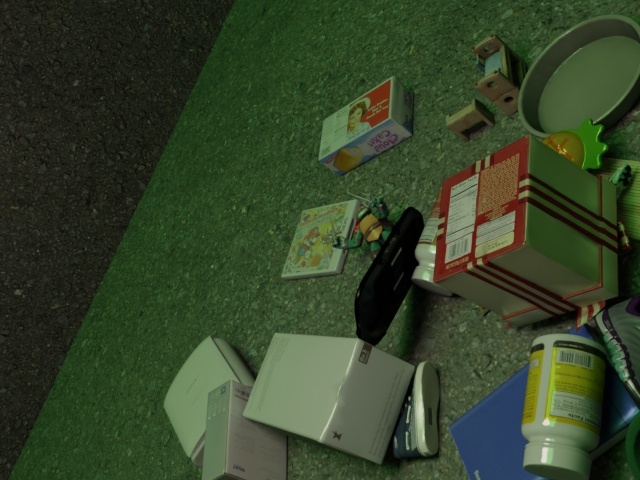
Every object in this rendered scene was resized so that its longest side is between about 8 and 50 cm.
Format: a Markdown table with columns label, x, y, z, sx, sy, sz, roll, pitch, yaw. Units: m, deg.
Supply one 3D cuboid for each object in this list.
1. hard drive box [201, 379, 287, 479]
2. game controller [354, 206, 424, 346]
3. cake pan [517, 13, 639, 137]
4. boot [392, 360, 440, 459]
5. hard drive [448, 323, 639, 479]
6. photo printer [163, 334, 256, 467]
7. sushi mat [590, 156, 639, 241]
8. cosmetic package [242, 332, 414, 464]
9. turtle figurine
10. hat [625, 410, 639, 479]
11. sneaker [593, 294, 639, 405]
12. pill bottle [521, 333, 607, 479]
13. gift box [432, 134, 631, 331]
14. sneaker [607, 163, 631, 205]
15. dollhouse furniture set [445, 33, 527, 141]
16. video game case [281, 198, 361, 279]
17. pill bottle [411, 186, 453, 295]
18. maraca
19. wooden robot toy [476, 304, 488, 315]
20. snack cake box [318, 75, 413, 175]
| label | x | y | z | sx | sy | sz | roll | pitch | yaw |
| --- | --- | --- | --- | --- | --- | --- | --- | --- | --- |
| hard drive box | -0.168 | 0.461 | 1.888 | 0.089 | 0.181 | 0.232 | -35 | 39 | 33 |
| game controller | 0.148 | 0.071 | 1.731 | 0.067 | 0.166 | 0.319 | 5 | 41 | 29 |
| cake pan | 0.541 | -0.325 | 1.698 | 0.293 | 0.054 | 0.293 | -33 | 41 | 34 |
| boot | 0.181 | 0.332 | 1.627 | 0.086 | 0.069 | 0.190 | -21 | 49 | 36 |
| hard drive | 0.375 | 0.311 | 1.414 | 0.319 | 0.040 | 0.210 | -45 | 36 | 21 |
| photo printer | -0.289 | 0.403 | 2.162 | 0.256 | 0.107 | 0.307 | -55 | 33 | 5 |
| sushi mat | 0.585 | -0.068 | 1.463 | 0.316 | 0.019 | 0.151 | 19 | 78 | 57 |
| cosmetic package | 0.006 | 0.320 | 1.745 | 0.385 | 0.156 | 0.217 | -3 | 62 | 61 |
| turtle figurine | 0.120 | -0.026 | 1.960 | 0.175 | 0.118 | 0.234 | -59 | 45 | 27 |
| hat | 0.571 | 0.279 | 1.194 | 0.173 | 0.184 | 0.208 | 47 | 142 | 34 |
| sneaker | 0.513 | 0.173 | 1.309 | 0.098 | 0.083 | 0.223 | -37 | 38 | 22 |
| pill bottle | 0.380 | 0.262 | 1.300 | 0.119 | 0.119 | 0.208 | -14 | 53 | 47 |
| gift box | 0.362 | 0.017 | 1.456 | 0.255 | 0.258 | 0.276 | -24 | 48 | 53 |
| sneaker | 0.522 | -0.100 | 1.519 | 0.069 | 0.038 | 0.098 | 21 | 79 | 57 |
| dollhouse furniture set | 0.361 | -0.345 | 1.884 | 0.184 | 0.129 | 0.129 | -30 | 42 | 37 |
| video game case | 0.000 | 0.000 | 2.180 | 0.227 | 0.026 | 0.206 | -10 | 56 | 50 |
| pill bottle | 0.271 | 0.001 | 1.731 | 0.121 | 0.121 | 0.216 | 6 | 69 | 55 |
| maraca | 0.476 | -0.158 | 1.597 | 0.186 | 0.099 | 0.127 | -34 | 57 | 50 |
| wooden robot toy | 0.337 | 0.058 | 1.636 | 0.173 | 0.079 | 0.076 | -60 | 33 | -2 |
| snack cake box | 0.120 | -0.301 | 2.207 | 0.264 | 0.089 | 0.152 | -27 | 43 | 39 |
